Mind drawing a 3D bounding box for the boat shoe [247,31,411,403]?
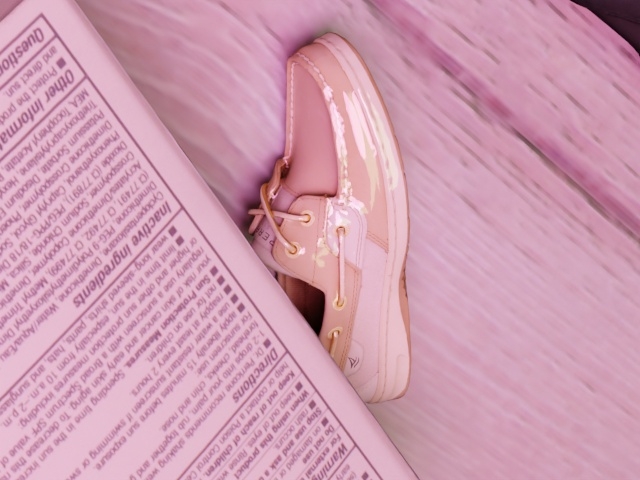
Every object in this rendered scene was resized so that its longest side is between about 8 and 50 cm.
[{"bbox_3d":[0.000,0.000,0.690,0.059,0.063,0.170,-17,117,-19],"label":"boat shoe"}]

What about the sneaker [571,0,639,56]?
[{"bbox_3d":[0.203,-0.048,0.724,0.283,0.107,0.124,19,110,-25],"label":"sneaker"}]

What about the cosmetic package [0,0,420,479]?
[{"bbox_3d":[-0.094,0.061,0.623,0.153,0.129,0.296,-47,121,-24],"label":"cosmetic package"}]
